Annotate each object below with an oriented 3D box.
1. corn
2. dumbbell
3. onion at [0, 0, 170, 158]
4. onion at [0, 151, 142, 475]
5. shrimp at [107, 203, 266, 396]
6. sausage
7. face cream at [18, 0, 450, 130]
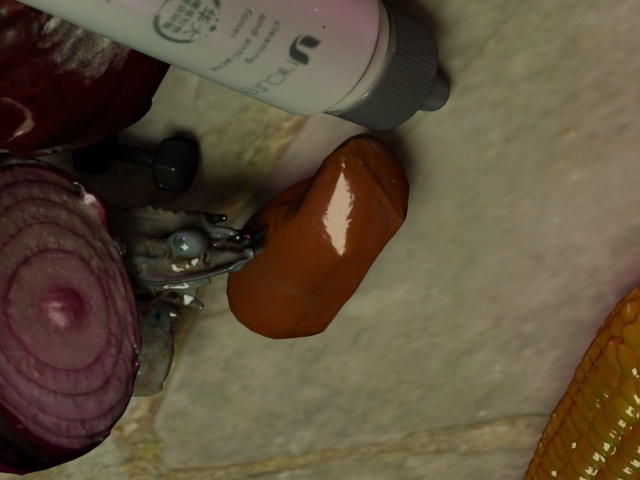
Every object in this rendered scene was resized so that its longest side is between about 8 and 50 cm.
[{"bbox_3d":[0.195,0.158,0.956,0.120,0.120,0.363,21,132,7],"label":"corn"},{"bbox_3d":[-0.123,-0.056,0.980,0.083,0.040,0.036,13,160,14],"label":"dumbbell"},{"bbox_3d":[-0.195,-0.146,0.837,0.216,0.207,0.206,3,123,29],"label":"onion"},{"bbox_3d":[-0.220,0.044,0.871,0.140,0.218,0.195,-8,85,36],"label":"onion"},{"bbox_3d":[-0.139,0.043,1.016,0.317,0.062,0.164,-8,123,45],"label":"shrimp"},{"bbox_3d":[0.000,0.000,0.939,0.089,0.089,0.179,35,137,-5],"label":"sausage"},{"bbox_3d":[-0.037,-0.123,0.781,0.092,0.092,0.311,-26,148,36],"label":"face cream"}]
